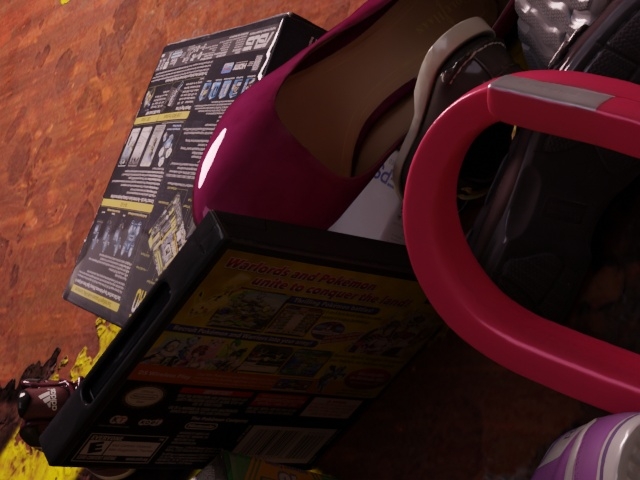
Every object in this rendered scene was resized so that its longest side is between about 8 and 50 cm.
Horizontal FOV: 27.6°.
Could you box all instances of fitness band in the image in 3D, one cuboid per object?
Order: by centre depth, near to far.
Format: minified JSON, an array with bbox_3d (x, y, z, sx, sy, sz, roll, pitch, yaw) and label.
[{"bbox_3d":[0.176,0.005,0.811,0.291,0.054,0.209,22,127,34],"label":"fitness band"}]

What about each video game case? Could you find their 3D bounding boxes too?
[{"bbox_3d":[-0.042,0.090,1.012,0.248,0.275,0.035,-51,51,27],"label":"video game case"}]

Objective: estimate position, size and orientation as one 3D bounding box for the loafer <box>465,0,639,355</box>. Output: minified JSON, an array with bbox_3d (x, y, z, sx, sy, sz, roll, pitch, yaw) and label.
[{"bbox_3d":[0.172,-0.062,0.945,0.302,0.109,0.095,-64,29,13],"label":"loafer"}]

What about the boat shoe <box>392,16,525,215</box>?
[{"bbox_3d":[0.109,-0.071,0.998,0.068,0.081,0.228,49,159,23],"label":"boat shoe"}]

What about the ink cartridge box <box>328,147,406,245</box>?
[{"bbox_3d":[0.000,0.000,1.208,0.223,0.045,0.224,36,103,56],"label":"ink cartridge box"}]

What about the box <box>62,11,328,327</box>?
[{"bbox_3d":[-0.124,-0.053,1.304,0.395,0.097,0.318,8,74,66],"label":"box"}]

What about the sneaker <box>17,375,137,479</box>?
[{"bbox_3d":[-0.216,0.173,1.320,0.281,0.162,0.106,-34,47,42],"label":"sneaker"}]

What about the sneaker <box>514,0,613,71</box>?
[{"bbox_3d":[0.232,-0.230,0.951,0.105,0.115,0.281,59,141,45],"label":"sneaker"}]

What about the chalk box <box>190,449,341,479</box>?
[{"bbox_3d":[-0.047,0.300,1.039,0.132,0.132,0.213,-45,41,31],"label":"chalk box"}]

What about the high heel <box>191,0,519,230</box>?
[{"bbox_3d":[0.042,-0.132,1.008,0.181,0.127,0.377,-41,8,47],"label":"high heel"}]

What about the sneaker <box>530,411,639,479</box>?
[{"bbox_3d":[0.178,0.249,0.794,0.161,0.102,0.282,151,129,-68],"label":"sneaker"}]
